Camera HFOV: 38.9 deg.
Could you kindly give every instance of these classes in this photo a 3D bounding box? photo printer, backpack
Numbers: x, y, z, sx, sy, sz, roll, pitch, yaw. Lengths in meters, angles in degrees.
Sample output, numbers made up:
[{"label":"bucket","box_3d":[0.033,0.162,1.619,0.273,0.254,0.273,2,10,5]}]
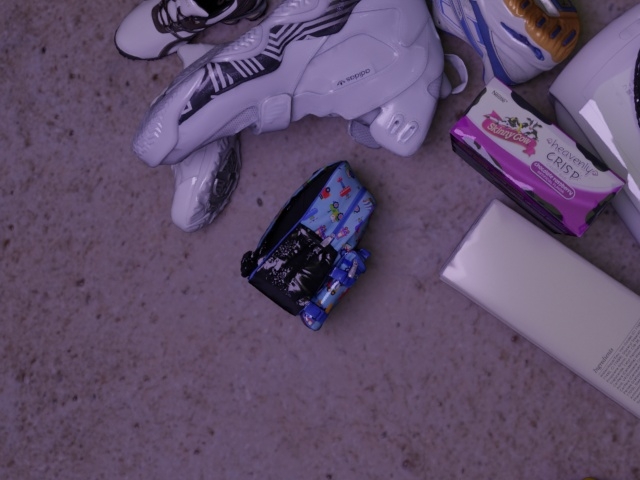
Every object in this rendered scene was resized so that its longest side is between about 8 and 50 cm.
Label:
[{"label":"photo printer","box_3d":[0.415,-0.119,0.974,0.256,0.107,0.308,-35,85,8]},{"label":"backpack","box_3d":[0.000,0.000,1.018,0.117,0.158,0.173,38,83,-2]}]

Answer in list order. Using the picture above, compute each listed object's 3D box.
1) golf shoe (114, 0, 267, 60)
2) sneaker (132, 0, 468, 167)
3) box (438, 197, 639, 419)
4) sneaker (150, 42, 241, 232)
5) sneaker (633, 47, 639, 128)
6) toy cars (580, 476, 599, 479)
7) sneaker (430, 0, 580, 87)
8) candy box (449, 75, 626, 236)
[{"label":"golf shoe","box_3d":[-0.163,-0.274,1.067,0.198,0.094,0.077,-22,88,9]},{"label":"sneaker","box_3d":[-0.011,-0.150,0.979,0.365,0.137,0.210,-39,107,-5]},{"label":"box","box_3d":[0.272,0.075,1.002,0.275,0.094,0.113,37,95,7]},{"label":"sneaker","box_3d":[-0.152,-0.126,1.077,0.115,0.090,0.232,11,83,15]},{"label":"sneaker","box_3d":[0.385,-0.063,0.854,0.122,0.146,0.331,-14,87,11]},{"label":"toy cars","box_3d":[0.365,0.282,0.942,0.393,0.176,0.087,-17,119,8]},{"label":"sneaker","box_3d":[0.149,-0.296,0.997,0.111,0.131,0.296,-32,88,-35]},{"label":"candy box","box_3d":[0.216,-0.080,0.940,0.159,0.233,0.071,40,96,5]}]
